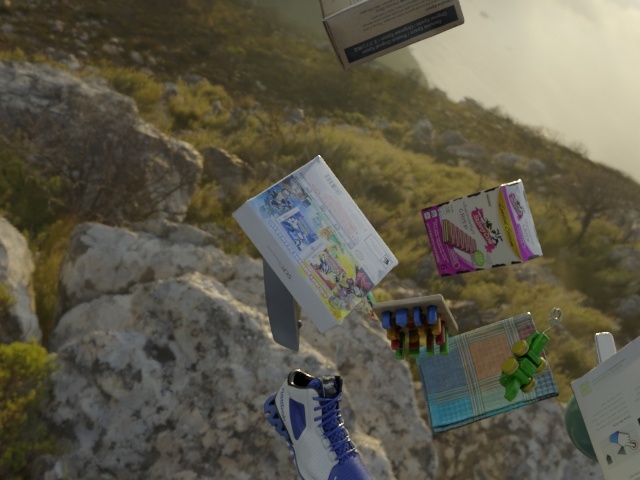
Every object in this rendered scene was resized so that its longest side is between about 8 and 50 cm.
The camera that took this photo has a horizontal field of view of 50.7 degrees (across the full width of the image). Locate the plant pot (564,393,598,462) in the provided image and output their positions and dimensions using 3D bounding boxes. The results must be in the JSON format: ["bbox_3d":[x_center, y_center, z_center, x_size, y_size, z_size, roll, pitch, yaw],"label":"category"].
[{"bbox_3d":[0.854,0.520,1.946,0.293,0.235,0.293,8,69,-22],"label":"plant pot"}]

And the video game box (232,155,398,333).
[{"bbox_3d":[0.000,0.000,0.958,0.205,0.048,0.187,53,39,-2],"label":"video game box"}]

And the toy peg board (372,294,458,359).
[{"bbox_3d":[0.217,0.205,1.535,0.161,0.161,0.079,56,31,-48],"label":"toy peg board"}]

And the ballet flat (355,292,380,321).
[{"bbox_3d":[0.086,0.118,1.786,0.241,0.077,0.091,66,12,21],"label":"ballet flat"}]

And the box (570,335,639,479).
[{"bbox_3d":[0.438,0.260,0.793,0.058,0.232,0.322,14,46,-21],"label":"box"}]

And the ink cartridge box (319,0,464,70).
[{"bbox_3d":[0.102,-0.364,1.061,0.235,0.193,0.088,-93,161,-61],"label":"ink cartridge box"}]

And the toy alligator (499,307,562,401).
[{"bbox_3d":[0.342,0.189,1.120,0.056,0.051,0.190,44,64,-9],"label":"toy alligator"}]

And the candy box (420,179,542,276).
[{"bbox_3d":[0.329,-0.019,1.409,0.071,0.233,0.159,-15,89,-36],"label":"candy box"}]

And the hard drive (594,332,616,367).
[{"bbox_3d":[0.656,0.393,1.528,0.040,0.308,0.203,-5,28,17],"label":"hard drive"}]

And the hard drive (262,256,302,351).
[{"bbox_3d":[-0.061,0.050,1.158,0.054,0.255,0.172,-1,41,2],"label":"hard drive"}]

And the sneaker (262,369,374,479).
[{"bbox_3d":[0.001,0.399,1.472,0.127,0.182,0.315,-8,42,-43],"label":"sneaker"}]

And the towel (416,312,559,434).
[{"bbox_3d":[0.463,0.377,1.945,0.040,0.370,0.271,46,28,-48],"label":"towel"}]
